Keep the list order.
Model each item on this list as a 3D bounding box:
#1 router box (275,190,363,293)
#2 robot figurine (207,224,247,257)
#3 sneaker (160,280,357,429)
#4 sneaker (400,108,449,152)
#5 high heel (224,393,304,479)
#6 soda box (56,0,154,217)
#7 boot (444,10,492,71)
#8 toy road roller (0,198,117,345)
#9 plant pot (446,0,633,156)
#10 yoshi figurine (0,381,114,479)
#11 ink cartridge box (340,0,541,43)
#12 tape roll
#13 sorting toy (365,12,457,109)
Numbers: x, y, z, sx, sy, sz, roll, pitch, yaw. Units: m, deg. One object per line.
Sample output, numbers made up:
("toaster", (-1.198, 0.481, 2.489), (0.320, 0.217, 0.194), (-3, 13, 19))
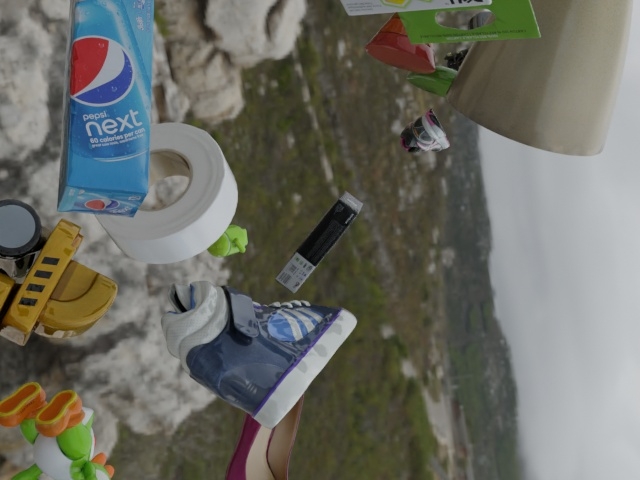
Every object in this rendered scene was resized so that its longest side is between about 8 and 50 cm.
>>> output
("router box", (0.000, 0.000, 1.627), (0.046, 0.179, 0.133), (39, 11, -1))
("robot figurine", (-0.219, 0.002, 2.175), (0.115, 0.101, 0.067), (-19, 110, -53))
("sneaker", (-0.094, 0.113, 1.323), (0.236, 0.130, 0.323), (38, 24, 5))
("sneaker", (0.178, -0.189, 1.674), (0.072, 0.077, 0.178), (64, 9, 11))
("high heel", (-0.086, 0.402, 1.750), (0.127, 0.181, 0.377), (-1, 78, -45))
("soda box", (-0.182, -0.130, 0.799), (0.071, 0.067, 0.210), (142, -51, -64))
("boot", (0.319, -0.379, 1.901), (0.236, 0.179, 0.085), (12, 73, -48))
("toy road roller", (-0.479, 0.113, 1.514), (0.329, 0.241, 0.202), (-66, -168, -22))
("plant pot", (0.354, -0.303, 1.399), (0.256, 0.256, 0.274), (-81, -173, -63))
("yoshi figurine", (-0.515, 0.466, 1.826), (0.203, 0.203, 0.362), (-121, -165, -56))
("ink cartridge box", (0.125, -0.293, 1.067), (0.255, 0.189, 0.097), (56, 50, -43))
("tape roll", (-0.316, -0.097, 1.890), (0.100, 0.286, 0.286), (69, 15, -58))
("sorting toy", (0.215, -0.326, 1.623), (0.365, 0.127, 0.126), (19, 88, -54))
